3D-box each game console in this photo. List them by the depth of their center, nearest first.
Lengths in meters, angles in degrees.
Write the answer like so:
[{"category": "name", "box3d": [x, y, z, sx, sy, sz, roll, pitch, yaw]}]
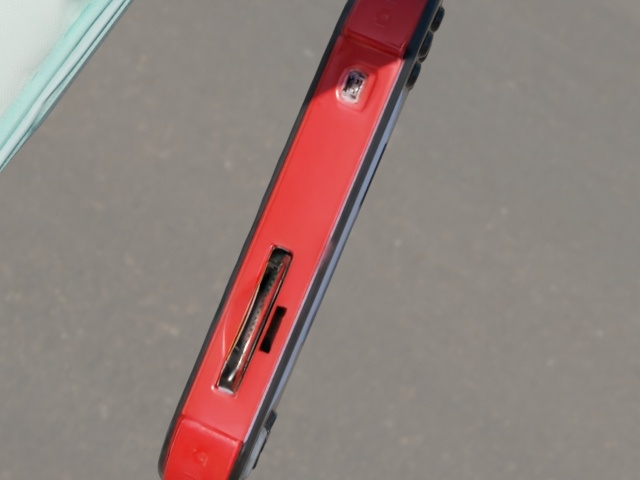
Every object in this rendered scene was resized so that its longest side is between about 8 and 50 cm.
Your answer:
[{"category": "game console", "box3d": [0.000, 0.000, 1.214, 0.060, 0.386, 0.342, 24, 2, 6]}]

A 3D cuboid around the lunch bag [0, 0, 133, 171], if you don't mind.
[{"category": "lunch bag", "box3d": [-0.182, -0.139, 0.516, 0.279, 0.224, 0.108, 38, 15, -12]}]
